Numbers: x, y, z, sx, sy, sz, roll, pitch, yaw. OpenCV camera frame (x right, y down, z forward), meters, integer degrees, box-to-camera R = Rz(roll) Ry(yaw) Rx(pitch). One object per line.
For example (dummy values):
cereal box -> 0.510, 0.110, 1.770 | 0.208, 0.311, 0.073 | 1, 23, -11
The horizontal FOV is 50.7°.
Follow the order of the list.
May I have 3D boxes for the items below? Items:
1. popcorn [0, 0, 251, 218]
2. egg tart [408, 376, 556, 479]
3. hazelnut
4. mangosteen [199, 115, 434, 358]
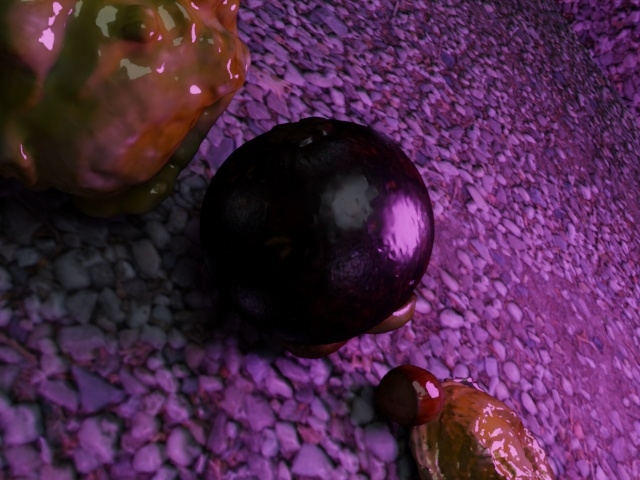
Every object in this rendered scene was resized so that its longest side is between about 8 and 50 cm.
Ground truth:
popcorn -> -0.227, -0.186, 0.705 | 0.312, 0.312, 0.312 | 21, 49, -26
egg tart -> 0.225, 0.282, 0.869 | 0.231, 0.098, 0.252 | 4, 54, -41
hazelnut -> 0.114, 0.190, 0.844 | 0.086, 0.086, 0.086 | 21, 49, -26
mangosteen -> 0.000, 0.000, 0.784 | 0.287, 0.288, 0.288 | 21, 49, -26
